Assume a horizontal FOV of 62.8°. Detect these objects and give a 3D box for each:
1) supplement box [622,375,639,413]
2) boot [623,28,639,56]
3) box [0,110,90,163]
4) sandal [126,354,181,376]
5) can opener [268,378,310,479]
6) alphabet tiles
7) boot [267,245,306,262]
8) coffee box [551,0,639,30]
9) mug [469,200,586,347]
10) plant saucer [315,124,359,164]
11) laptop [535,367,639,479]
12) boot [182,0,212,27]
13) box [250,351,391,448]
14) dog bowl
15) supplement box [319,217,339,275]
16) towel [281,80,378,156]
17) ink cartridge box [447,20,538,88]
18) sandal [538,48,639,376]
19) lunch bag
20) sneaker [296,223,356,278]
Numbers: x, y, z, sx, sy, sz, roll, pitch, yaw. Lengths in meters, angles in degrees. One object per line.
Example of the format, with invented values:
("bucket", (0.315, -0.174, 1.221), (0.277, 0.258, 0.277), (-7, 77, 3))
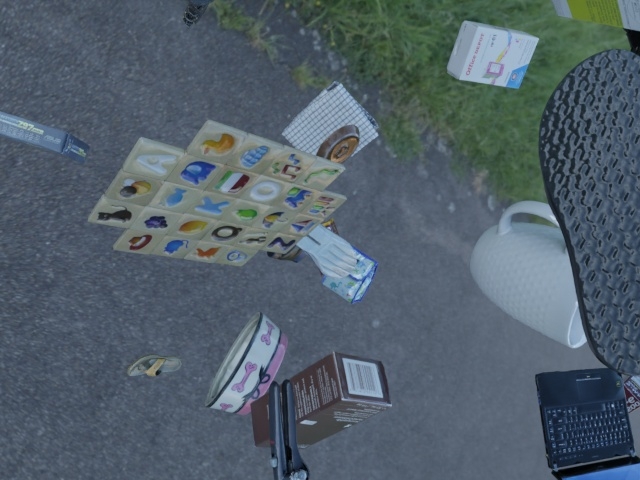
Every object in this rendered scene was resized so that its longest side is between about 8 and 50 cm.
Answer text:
("supplement box", (0.905, 0.411, 1.497), (0.240, 0.130, 0.073), (-21, 59, -32))
("boot", (0.760, -0.451, 1.268), (0.260, 0.348, 0.131), (47, 17, -23))
("box", (-0.733, -0.269, 1.334), (0.233, 0.183, 0.059), (17, 89, -8))
("sandal", (-0.507, 0.395, 1.629), (0.180, 0.049, 0.072), (11, 113, -45))
("can opener", (-0.059, 0.312, 0.819), (0.059, 0.073, 0.185), (-3, 85, -51))
("alphabet tiles", (-0.137, -0.049, 0.774), (0.343, 0.285, 0.011), (11, 50, -41))
("boot", (-0.064, -0.023, 1.610), (0.106, 0.082, 0.219), (23, 117, -35))
("coffee box", (0.631, -0.623, 0.952), (0.338, 0.334, 0.337), (26, 96, -50))
("mug", (0.578, 0.055, 1.391), (0.276, 0.328, 0.373), (-38, 133, -23))
("plant saucer", (0.061, -0.284, 1.624), (0.169, 0.168, 0.029), (-18, 60, -44))
("laptop", (0.536, 0.366, 0.940), (0.235, 0.137, 0.264), (3, 75, -25))
("boot", (-0.346, -0.700, 1.524), (0.091, 0.229, 0.262), (35, 54, -18))
("box", (-0.010, 0.458, 1.467), (0.191, 0.381, 0.143), (20, 46, -37))
("dog bowl", (-0.276, 0.485, 2.024), (0.151, 0.408, 0.407), (31, 64, -9))
("supplement box", (0.025, 0.024, 1.965), (0.081, 0.104, 0.188), (-46, 116, -73))
("towel", (0.040, -0.396, 1.856), (0.235, 0.284, 0.121), (47, 30, -11))
("ink cartridge box", (0.289, -0.313, 0.888), (0.123, 0.052, 0.088), (3, 123, -18))
("sandal", (0.405, -0.040, 0.741), (0.107, 0.168, 0.444), (11, 75, -71))
("lunch bag", (0.095, 0.101, 1.638), (0.151, 0.129, 0.096), (-62, 157, 13))
("sneaker", (0.000, 0.000, 1.195), (0.094, 0.091, 0.258), (-39, 138, 4))
